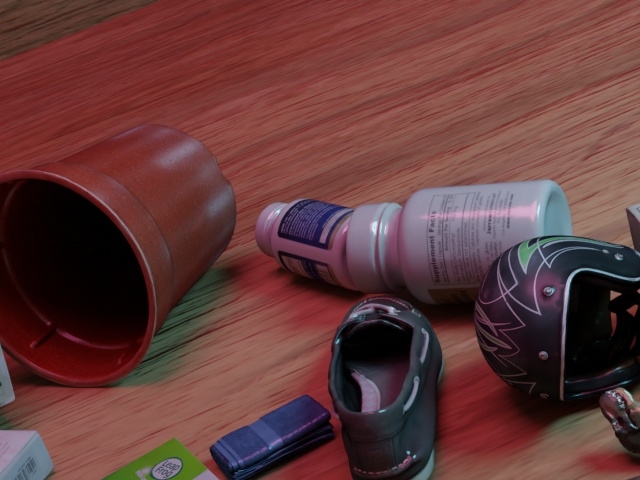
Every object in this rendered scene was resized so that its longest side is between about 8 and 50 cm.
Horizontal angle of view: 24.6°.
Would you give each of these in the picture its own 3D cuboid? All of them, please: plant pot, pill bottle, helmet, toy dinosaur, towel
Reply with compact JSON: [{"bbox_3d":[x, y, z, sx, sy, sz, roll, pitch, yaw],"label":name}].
[{"bbox_3d":[-0.249,-0.004,1.772,0.272,0.272,0.265,-3,22,28],"label":"plant pot"},{"bbox_3d":[0.000,0.000,1.764,0.094,0.094,0.169,-35,31,-31],"label":"pill bottle"},{"bbox_3d":[0.226,0.073,1.408,0.161,0.169,0.169,-8,23,-17],"label":"helmet"},{"bbox_3d":[0.371,0.166,1.252,0.268,0.064,0.118,18,57,46],"label":"toy dinosaur"},{"bbox_3d":[-0.049,0.200,1.481,0.119,0.029,0.067,-27,28,-16],"label":"towel"},{"bbox_3d":[0.152,0.005,1.616,0.229,0.131,0.131,-3,30,26],"label":"pill bottle"}]

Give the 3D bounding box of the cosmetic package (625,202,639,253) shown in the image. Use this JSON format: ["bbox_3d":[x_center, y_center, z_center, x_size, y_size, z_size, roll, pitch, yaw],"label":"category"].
[{"bbox_3d":[0.469,0.002,1.431,0.296,0.129,0.153,-18,25,0],"label":"cosmetic package"}]

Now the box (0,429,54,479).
[{"bbox_3d":[-0.473,0.287,1.546,0.322,0.058,0.232,-4,29,28],"label":"box"}]

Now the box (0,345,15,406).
[{"bbox_3d":[-0.472,0.111,1.727,0.121,0.148,0.311,-20,15,-23],"label":"box"}]

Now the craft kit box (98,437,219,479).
[{"bbox_3d":[-0.180,0.304,1.337,0.246,0.061,0.250,-26,27,-21],"label":"craft kit box"}]

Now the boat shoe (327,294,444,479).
[{"bbox_3d":[0.064,0.125,1.481,0.112,0.096,0.335,-14,26,8],"label":"boat shoe"}]

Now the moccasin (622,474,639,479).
[{"bbox_3d":[0.291,0.231,1.085,0.380,0.139,0.147,-11,28,15],"label":"moccasin"}]
